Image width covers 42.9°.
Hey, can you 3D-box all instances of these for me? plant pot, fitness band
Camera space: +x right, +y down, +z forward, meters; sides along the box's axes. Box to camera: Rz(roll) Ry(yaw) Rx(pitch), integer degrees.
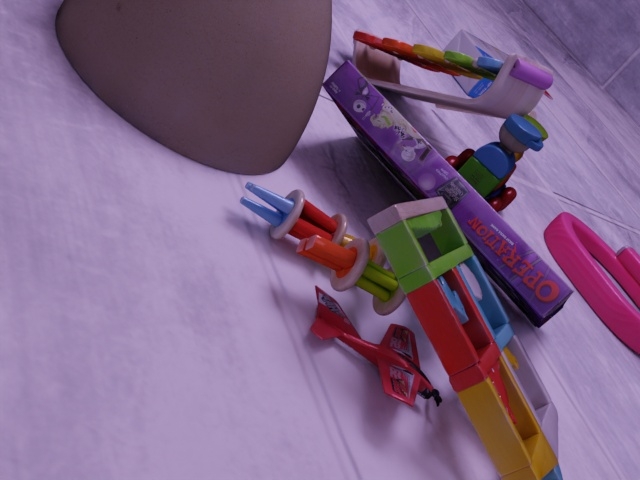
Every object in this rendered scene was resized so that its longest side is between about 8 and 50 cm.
[{"bbox_3d":[-0.098,-0.235,0.837,0.284,0.191,0.284,30,28,-18],"label":"plant pot"},{"bbox_3d":[0.460,0.068,1.245,0.209,0.054,0.291,11,38,-44],"label":"fitness band"}]

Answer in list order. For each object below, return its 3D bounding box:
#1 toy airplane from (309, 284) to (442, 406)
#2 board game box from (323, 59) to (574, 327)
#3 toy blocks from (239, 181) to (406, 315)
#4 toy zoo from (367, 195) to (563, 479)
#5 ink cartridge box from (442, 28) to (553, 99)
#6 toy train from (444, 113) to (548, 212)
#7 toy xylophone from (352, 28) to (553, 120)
[{"bbox_3d":[0.046,0.096,0.702,0.151,0.028,0.151,36,17,-13],"label":"toy airplane"},{"bbox_3d":[0.148,-0.045,0.942,0.347,0.056,0.208,49,0,16],"label":"board game box"},{"bbox_3d":[0.000,0.000,0.736,0.148,0.054,0.123,29,11,-22],"label":"toy blocks"},{"bbox_3d":[0.147,0.098,0.737,0.293,0.030,0.192,63,21,6],"label":"toy zoo"},{"bbox_3d":[0.371,-0.340,1.705,0.231,0.078,0.134,13,38,-42],"label":"ink cartridge box"},{"bbox_3d":[0.276,-0.126,1.198,0.105,0.143,0.248,46,28,10],"label":"toy train"},{"bbox_3d":[0.200,-0.247,1.244,0.322,0.081,0.236,21,9,34],"label":"toy xylophone"}]
